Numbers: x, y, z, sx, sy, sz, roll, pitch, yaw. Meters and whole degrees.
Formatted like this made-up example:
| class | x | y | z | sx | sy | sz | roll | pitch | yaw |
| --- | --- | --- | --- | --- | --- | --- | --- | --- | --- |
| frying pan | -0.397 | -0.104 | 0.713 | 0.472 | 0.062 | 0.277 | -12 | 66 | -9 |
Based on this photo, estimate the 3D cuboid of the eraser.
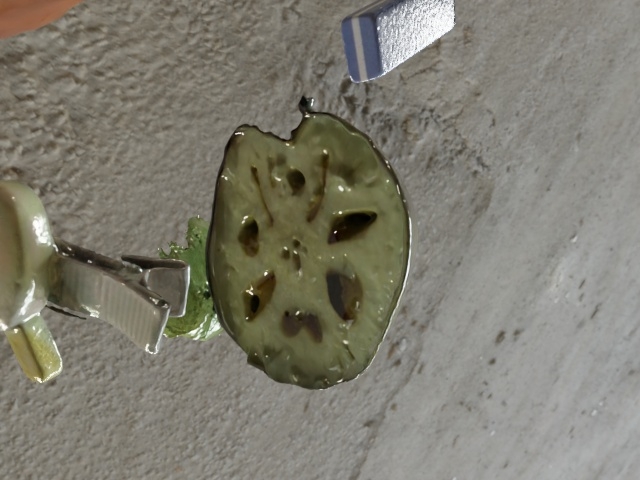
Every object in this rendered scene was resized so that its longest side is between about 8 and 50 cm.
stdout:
| class | x | y | z | sx | sy | sz | roll | pitch | yaw |
| --- | --- | --- | --- | --- | --- | --- | --- | --- | --- |
| eraser | 0.111 | -0.286 | 0.715 | 0.225 | 0.036 | 0.082 | -42 | 132 | -35 |

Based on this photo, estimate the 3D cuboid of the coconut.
| class | x | y | z | sx | sy | sz | roll | pitch | yaw |
| --- | --- | --- | --- | --- | --- | --- | --- | --- | --- |
| coconut | -0.120 | 0.045 | 0.561 | 0.158 | 0.055 | 0.133 | -5 | 111 | -58 |

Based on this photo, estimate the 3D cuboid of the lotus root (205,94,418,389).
| class | x | y | z | sx | sy | sz | roll | pitch | yaw |
| --- | --- | --- | --- | --- | --- | --- | --- | --- | --- |
| lotus root | -0.001 | 0.004 | 0.397 | 0.078 | 0.183 | 0.203 | -11 | 130 | -47 |

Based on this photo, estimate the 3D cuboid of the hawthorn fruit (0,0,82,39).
| class | x | y | z | sx | sy | sz | roll | pitch | yaw |
| --- | --- | --- | --- | --- | --- | --- | --- | --- | --- |
| hawthorn fruit | -0.307 | -0.273 | 0.219 | 0.472 | 0.472 | 0.471 | -19 | 126 | -28 |

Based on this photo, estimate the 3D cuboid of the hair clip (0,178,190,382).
| class | x | y | z | sx | sy | sz | roll | pitch | yaw |
| --- | --- | --- | --- | --- | --- | --- | --- | --- | --- |
| hair clip | -0.223 | 0.036 | 0.437 | 0.219 | 0.071 | 0.159 | 19 | 107 | 1 |
